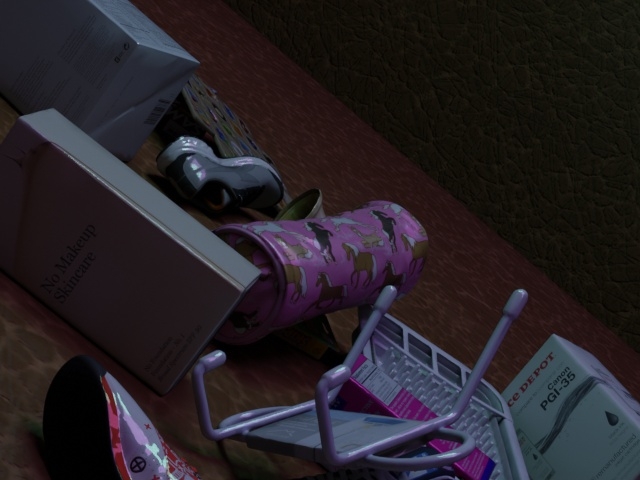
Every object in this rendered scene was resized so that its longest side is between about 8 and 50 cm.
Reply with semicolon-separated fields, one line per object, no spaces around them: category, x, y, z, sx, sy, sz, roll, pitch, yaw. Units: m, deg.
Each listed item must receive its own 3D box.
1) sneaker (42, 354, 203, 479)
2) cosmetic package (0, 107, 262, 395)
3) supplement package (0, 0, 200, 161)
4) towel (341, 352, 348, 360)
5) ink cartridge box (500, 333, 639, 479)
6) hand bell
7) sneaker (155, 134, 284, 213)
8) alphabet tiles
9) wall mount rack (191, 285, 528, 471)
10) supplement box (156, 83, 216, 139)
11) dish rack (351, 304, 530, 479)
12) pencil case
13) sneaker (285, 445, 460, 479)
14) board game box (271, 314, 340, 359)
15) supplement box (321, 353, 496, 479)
sneaker;-0.145;0.222;1.229;0.145;0.090;0.270;25;22;-46
cosmetic package;-0.238;0.010;1.541;0.309;0.160;0.113;37;14;1
supplement package;-0.368;-0.281;2.084;0.263;0.199;0.198;42;14;18
towel;0.070;0.195;2.030;0.083;0.009;0.060;44;14;26
ink cartridge box;0.380;0.307;2.025;0.117;0.207;0.283;29;15;-39
hand bell;0.033;0.040;2.303;0.242;0.126;0.126;45;11;-18
sneaker;-0.153;-0.083;2.236;0.271;0.100;0.108;13;41;-52
alphabet tiles;-0.152;-0.178;2.473;0.342;0.011;0.285;43;14;-46
wall mount rack;0.048;0.142;1.458;0.304;0.130;0.350;-15;10;-40
supplement box;-0.264;-0.256;2.539;0.130;0.073;0.239;34;15;-14
dish rack;0.153;0.242;1.927;0.285;0.072;0.333;35;17;-14
pencil case;-0.008;0.036;1.872;0.167;0.160;0.386;34;25;27
sneaker;0.037;0.262;1.414;0.282;0.153;0.099;26;17;-41
board game box;-0.089;0.081;1.949;0.259;0.039;0.124;29;16;-22
supplement box;0.087;0.253;1.664;0.220;0.111;0.114;39;14;8
